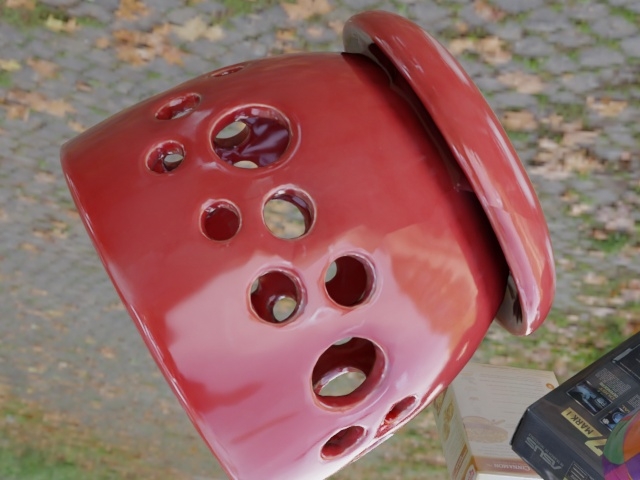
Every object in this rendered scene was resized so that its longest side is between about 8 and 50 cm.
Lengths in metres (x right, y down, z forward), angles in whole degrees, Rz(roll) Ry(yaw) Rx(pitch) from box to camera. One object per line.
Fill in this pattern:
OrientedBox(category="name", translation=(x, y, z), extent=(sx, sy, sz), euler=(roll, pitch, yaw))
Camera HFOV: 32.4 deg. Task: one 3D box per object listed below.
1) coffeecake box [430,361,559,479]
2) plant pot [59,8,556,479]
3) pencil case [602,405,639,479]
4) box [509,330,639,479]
OrientedBox(category="coffeecake box", translation=(0.215, 0.226, 1.252), extent=(0.142, 0.185, 0.068), euler=(8, 123, -12))
OrientedBox(category="plant pot", translation=(0.000, 0.000, 0.504), extent=(0.174, 0.191, 0.191), euler=(-29, 161, -2))
OrientedBox(category="pencil case", translation=(0.260, 0.108, 0.662), extent=(0.104, 0.104, 0.236), euler=(12, 150, -9))
OrientedBox(category="box", translation=(0.302, 0.191, 0.910), extent=(0.233, 0.183, 0.059), euler=(42, 139, 29))
